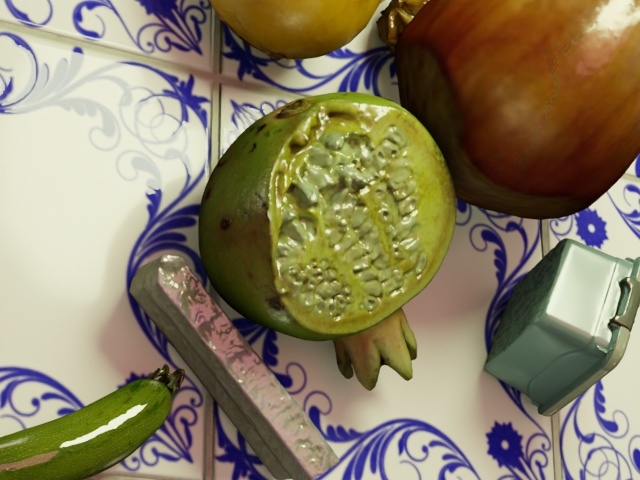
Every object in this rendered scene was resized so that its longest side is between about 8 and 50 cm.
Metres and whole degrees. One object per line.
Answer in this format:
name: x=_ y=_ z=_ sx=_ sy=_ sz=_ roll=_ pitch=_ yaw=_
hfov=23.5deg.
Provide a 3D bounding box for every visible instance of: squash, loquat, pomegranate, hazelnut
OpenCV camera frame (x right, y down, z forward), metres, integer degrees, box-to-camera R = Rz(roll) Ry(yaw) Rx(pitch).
squash: x=-0.261 y=0.212 z=1.601 sx=0.318 sy=0.080 sz=0.071 roll=-20 pitch=123 yaw=-35
loquat: x=-0.031 y=-0.332 z=1.842 sx=0.235 sy=0.235 sz=0.235 roll=11 pitch=68 yaw=-29
pomegranate: x=0.000 y=0.000 z=1.771 sx=0.310 sy=0.216 sz=0.358 roll=-37 pitch=125 yaw=-34
hazelnut: x=0.264 y=-0.194 z=1.849 sx=0.366 sy=0.366 sz=0.365 roll=11 pitch=68 yaw=-29

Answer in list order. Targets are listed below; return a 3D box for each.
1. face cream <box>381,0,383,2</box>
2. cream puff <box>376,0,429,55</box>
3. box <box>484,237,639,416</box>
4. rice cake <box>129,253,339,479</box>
face cream: x=0.072 y=-0.345 z=1.983 sx=0.182 sy=0.051 sz=0.072 roll=-39 pitch=94 yaw=-12
cream puff: x=0.123 y=-0.285 z=1.993 sx=0.094 sy=0.116 sz=0.122 roll=31 pitch=42 yaw=-24
box: x=0.306 y=0.107 z=1.911 sx=0.130 sy=0.227 sz=0.162 roll=27 pitch=60 yaw=-6
rice cake: x=-0.101 y=0.144 z=1.705 sx=0.050 sy=0.106 sz=0.298 roll=-41 pitch=97 yaw=-25
